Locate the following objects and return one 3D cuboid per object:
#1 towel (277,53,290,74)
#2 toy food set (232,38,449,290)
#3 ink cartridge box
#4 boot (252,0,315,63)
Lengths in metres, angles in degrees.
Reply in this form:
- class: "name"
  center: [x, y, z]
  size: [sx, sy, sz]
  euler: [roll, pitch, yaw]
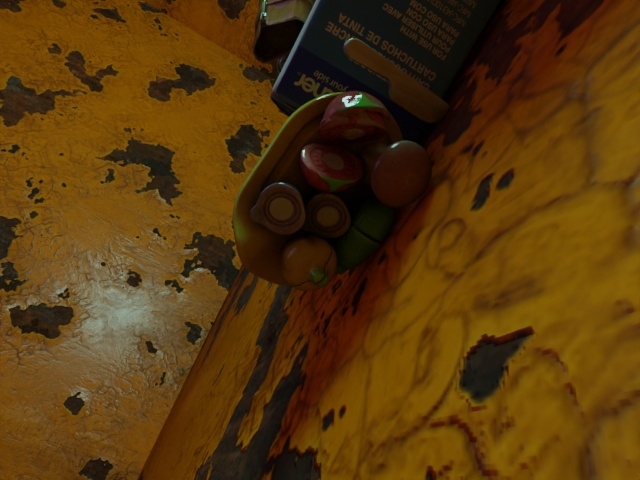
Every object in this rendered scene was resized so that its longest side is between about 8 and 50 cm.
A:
- class: "towel"
  center: [-0.016, -0.297, 0.575]
  size: [0.148, 0.027, 0.110]
  euler: [-59, 9, 18]
- class: "toy food set"
  center: [0.023, -0.043, 0.325]
  size: [0.218, 0.128, 0.071]
  euler: [-56, 32, 8]
- class: "ink cartridge box"
  center: [0.071, -0.241, 0.472]
  size: [0.395, 0.151, 0.270]
  euler: [-59, 10, 12]
- class: "boot"
  center: [-0.010, -0.297, 0.450]
  size: [0.197, 0.073, 0.152]
  euler: [-29, 45, 55]
